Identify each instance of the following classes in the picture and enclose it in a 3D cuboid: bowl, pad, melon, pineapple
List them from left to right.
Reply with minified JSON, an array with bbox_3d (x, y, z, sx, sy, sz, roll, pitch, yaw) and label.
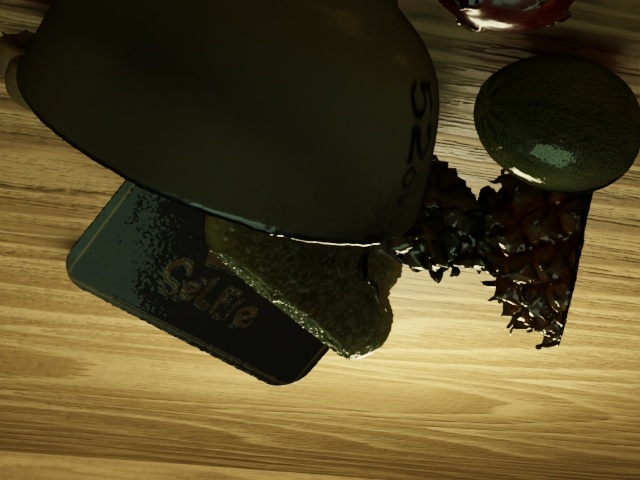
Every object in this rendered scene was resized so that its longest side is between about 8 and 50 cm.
[{"bbox_3d":[-0.116,0.071,1.606,0.375,0.063,0.315,30,109,-30],"label":"pad"},{"bbox_3d":[-0.048,-0.161,1.073,0.353,0.354,0.185,12,113,-28],"label":"bowl"},{"bbox_3d":[0.161,-0.025,1.508,0.271,0.263,0.262,10,160,7],"label":"pineapple"},{"bbox_3d":[0.247,-0.117,1.334,0.192,0.139,0.139,11,157,-24],"label":"melon"}]

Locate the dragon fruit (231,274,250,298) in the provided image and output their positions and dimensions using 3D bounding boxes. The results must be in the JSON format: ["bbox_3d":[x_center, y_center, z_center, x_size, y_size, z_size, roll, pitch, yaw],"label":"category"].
[{"bbox_3d":[-0.085,0.005,1.690,0.207,0.150,0.133,-21,180,22],"label":"dragon fruit"}]

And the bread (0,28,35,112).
[{"bbox_3d":[-0.151,-0.121,1.228,0.316,0.054,0.316,20,-165,-5],"label":"bread"}]

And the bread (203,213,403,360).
[{"bbox_3d":[0.000,0.000,1.560,0.286,0.207,0.056,37,156,-28],"label":"bread"}]

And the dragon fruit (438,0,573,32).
[{"bbox_3d":[0.177,-0.231,1.101,0.246,0.125,0.125,-1,152,-46],"label":"dragon fruit"}]
